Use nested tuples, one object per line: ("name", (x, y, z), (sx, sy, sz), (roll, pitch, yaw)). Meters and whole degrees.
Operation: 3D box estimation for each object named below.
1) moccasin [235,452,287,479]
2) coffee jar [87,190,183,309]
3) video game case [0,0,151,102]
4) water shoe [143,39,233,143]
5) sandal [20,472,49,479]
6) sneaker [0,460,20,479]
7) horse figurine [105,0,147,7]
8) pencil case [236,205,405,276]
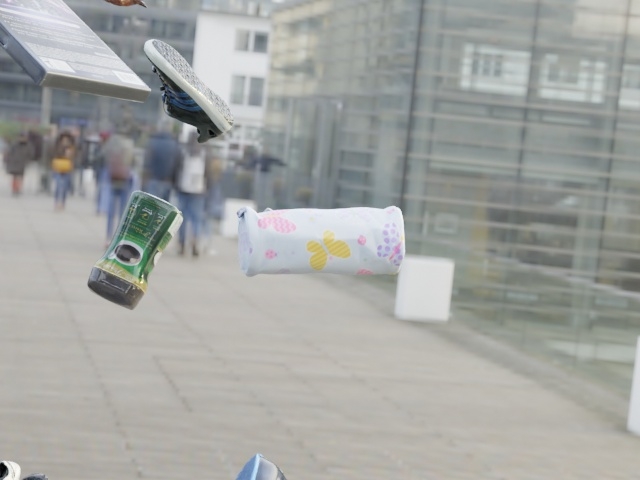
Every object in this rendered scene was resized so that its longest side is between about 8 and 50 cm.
("moccasin", (-0.112, 0.529, 2.220), (0.116, 0.138, 0.342), (35, 38, -12))
("coffee jar", (-0.306, 0.018, 2.004), (0.096, 0.184, 0.079), (25, -16, 5))
("video game case", (-0.357, -0.272, 1.522), (0.274, 0.026, 0.196), (44, 20, 23))
("water shoe", (-0.228, -0.233, 1.968), (0.203, 0.080, 0.073), (46, 21, -30))
("sandal", (-0.397, 0.399, 1.741), (0.067, 0.179, 0.040), (20, 33, 27))
("sneaker", (-0.457, 0.359, 1.761), (0.031, 0.083, 0.037), (-17, -32, 20))
("horse figurine", (-0.344, -0.402, 1.570), (0.263, 0.175, 0.066), (10, -10, -16))
("pencil case", (0.000, 0.000, 1.959), (0.273, 0.114, 0.124), (0, 16, -9))
